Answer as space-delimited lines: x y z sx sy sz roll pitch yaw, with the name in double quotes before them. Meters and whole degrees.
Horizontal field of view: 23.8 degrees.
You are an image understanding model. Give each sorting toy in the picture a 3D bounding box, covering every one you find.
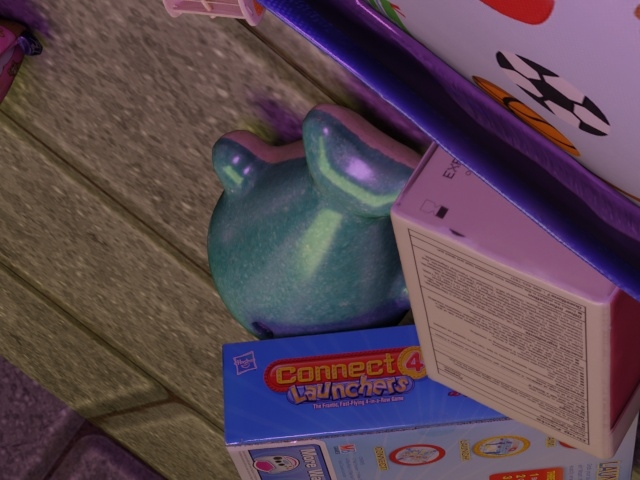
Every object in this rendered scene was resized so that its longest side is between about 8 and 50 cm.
"sorting toy" -0.075 -0.185 1.003 0.083 0.045 0.075 14 143 43

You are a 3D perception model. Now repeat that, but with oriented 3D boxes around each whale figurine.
"whale figurine" 0.000 0.000 1.144 0.216 0.141 0.272 34 158 1

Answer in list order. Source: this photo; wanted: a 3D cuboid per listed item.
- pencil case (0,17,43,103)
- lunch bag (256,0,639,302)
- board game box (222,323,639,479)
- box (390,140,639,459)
"pencil case" -0.426 -0.226 1.258 0.386 0.160 0.167 39 125 -11
"lunch bag" 0.140 -0.117 0.594 0.328 0.239 0.385 36 175 -6
"board game box" 0.095 0.170 1.234 0.302 0.086 0.308 -6 150 4
"box" 0.150 0.020 0.994 0.148 0.127 0.232 24 157 22
